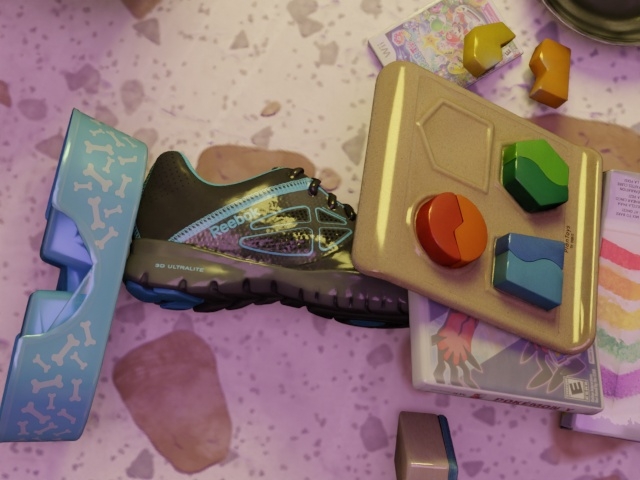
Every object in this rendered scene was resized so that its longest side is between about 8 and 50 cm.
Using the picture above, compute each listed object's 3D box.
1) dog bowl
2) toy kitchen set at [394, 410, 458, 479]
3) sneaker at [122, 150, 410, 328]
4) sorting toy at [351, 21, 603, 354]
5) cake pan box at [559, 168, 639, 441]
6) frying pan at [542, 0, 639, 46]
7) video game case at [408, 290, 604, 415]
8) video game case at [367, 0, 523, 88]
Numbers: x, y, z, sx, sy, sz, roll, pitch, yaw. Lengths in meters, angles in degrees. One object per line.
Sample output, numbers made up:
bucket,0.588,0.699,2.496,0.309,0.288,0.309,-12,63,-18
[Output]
dog bowl,-0.215,0.037,1.179,0.074,0.166,0.297,14,84,-12
toy kitchen set,0.144,0.275,1.203,0.166,0.122,0.207,5,105,-2
sneaker,0.000,0.000,1.203,0.341,0.125,0.139,7,76,-5
sorting toy,0.150,-0.073,1.172,0.229,0.041,0.307,21,59,-20
cake pan box,0.367,0.076,1.237,0.267,0.070,0.245,11,86,-1
frying pan,0.329,-0.229,1.272,0.197,0.053,0.326,-42,89,-5
video game case,0.157,0.042,1.162,0.183,0.023,0.201,11,64,-25
video game case,0.118,-0.183,1.280,0.122,0.011,0.087,-31,87,-4
